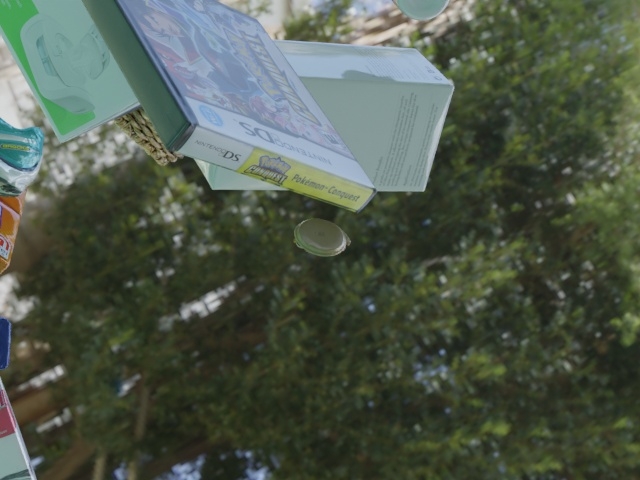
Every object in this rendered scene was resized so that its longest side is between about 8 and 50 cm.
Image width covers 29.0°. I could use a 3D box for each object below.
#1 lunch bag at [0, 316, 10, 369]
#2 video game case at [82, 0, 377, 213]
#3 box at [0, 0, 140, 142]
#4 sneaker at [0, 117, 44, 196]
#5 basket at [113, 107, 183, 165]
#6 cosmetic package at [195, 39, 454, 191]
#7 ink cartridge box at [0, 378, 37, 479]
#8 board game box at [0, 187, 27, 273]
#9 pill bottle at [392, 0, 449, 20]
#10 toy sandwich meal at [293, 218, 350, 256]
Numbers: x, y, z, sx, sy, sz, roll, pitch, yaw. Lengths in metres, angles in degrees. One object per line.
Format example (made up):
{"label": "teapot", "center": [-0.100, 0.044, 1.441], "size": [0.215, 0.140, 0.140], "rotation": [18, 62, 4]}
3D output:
{"label": "lunch bag", "center": [-0.546, 0.164, 2.033], "size": [0.065, 0.067, 0.098], "rotation": [8, -83, 56]}
{"label": "video game case", "center": [-0.093, -0.153, 1.143], "size": [0.035, 0.248, 0.275], "rotation": [-48, -127, 22]}
{"label": "box", "center": [-0.260, -0.270, 1.401], "size": [0.127, 0.231, 0.262], "rotation": [-24, -80, 21]}
{"label": "sneaker", "center": [-0.477, -0.154, 1.546], "size": [0.275, 0.110, 0.107], "rotation": [29, -25, -18]}
{"label": "basket", "center": [-0.334, -0.246, 2.138], "size": [0.299, 0.223, 0.213], "rotation": [47, 31, -62]}
{"label": "cosmetic package", "center": [-0.003, -0.191, 1.898], "size": [0.155, 0.366, 0.197], "rotation": [-123, -139, -52]}
{"label": "ink cartridge box", "center": [-0.519, 0.352, 1.996], "size": [0.158, 0.092, 0.217], "rotation": [-148, -140, -68]}
{"label": "board game box", "center": [-0.741, -0.035, 2.014], "size": [0.356, 0.356, 0.356], "rotation": [42, 15, -24]}
{"label": "pill bottle", "center": [0.136, -0.394, 1.868], "size": [0.152, 0.086, 0.086], "rotation": [-116, -164, -59]}
{"label": "toy sandwich meal", "center": [0.000, 0.000, 1.808], "size": [0.085, 0.086, 0.029], "rotation": [45, -42, 28]}
